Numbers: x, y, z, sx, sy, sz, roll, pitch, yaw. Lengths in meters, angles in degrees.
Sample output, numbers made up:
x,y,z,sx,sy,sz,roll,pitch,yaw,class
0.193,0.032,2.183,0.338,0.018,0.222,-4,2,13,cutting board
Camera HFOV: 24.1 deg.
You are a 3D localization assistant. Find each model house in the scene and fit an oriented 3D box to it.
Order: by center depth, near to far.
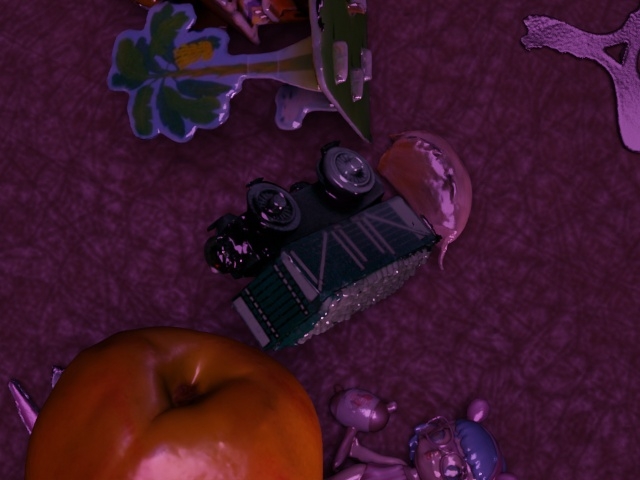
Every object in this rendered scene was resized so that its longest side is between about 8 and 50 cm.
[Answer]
x,y,z,sx,sy,sz,roll,pitch,yaw,class
-0.106,-0.262,1.557,0.312,0.242,0.358,-5,79,16,model house

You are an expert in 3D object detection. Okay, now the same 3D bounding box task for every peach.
x,y,z,sx,sy,sz,roll,pitch,yaw,class
-0.141,0.235,1.439,0.288,0.289,0.308,14,125,0,peach

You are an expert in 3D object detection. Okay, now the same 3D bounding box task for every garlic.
x,y,z,sx,sy,sz,roll,pitch,yaw,class
0.124,-0.056,1.603,0.084,0.066,0.152,-39,82,22,garlic

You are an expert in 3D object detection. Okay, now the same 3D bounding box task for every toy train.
x,y,z,sx,sy,sz,roll,pitch,yaw,class
0.000,0.000,1.500,0.154,0.269,0.115,50,126,12,toy train

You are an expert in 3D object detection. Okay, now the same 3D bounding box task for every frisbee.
x,y,z,sx,sy,sz,roll,pitch,yaw,class
0.312,-0.215,1.646,0.187,0.012,0.211,17,84,1,frisbee

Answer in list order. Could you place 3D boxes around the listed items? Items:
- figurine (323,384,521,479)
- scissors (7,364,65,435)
x,y,z,sx,sy,sz,roll,pitch,yaw,class
0.064,0.243,1.560,0.260,0.103,0.205,-21,49,-2,figurine
-0.273,0.226,1.578,0.133,0.020,0.187,-19,86,-8,scissors
